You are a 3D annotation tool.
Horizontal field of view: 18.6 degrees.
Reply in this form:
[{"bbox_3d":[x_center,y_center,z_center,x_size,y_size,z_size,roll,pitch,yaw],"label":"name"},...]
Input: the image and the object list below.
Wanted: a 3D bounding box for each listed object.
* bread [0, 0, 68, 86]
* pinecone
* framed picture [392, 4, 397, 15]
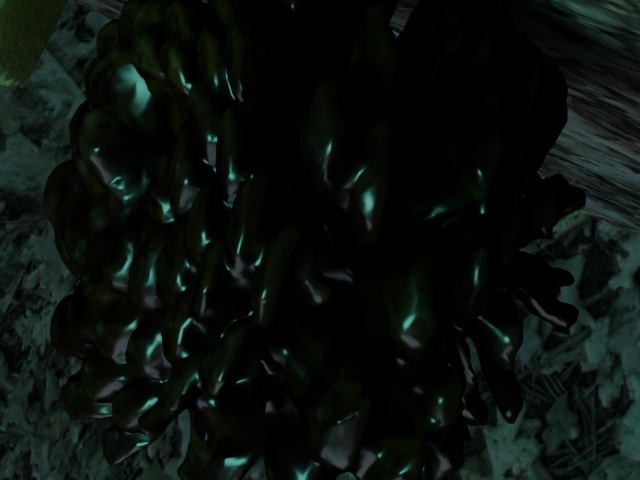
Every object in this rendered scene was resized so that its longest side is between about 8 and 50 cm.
[{"bbox_3d":[-0.186,-0.191,1.204,0.068,0.188,0.125,26,179,7],"label":"bread"},{"bbox_3d":[0.000,0.000,1.286,0.397,0.398,0.398,25,180,0],"label":"pinecone"},{"bbox_3d":[-0.122,-0.255,1.533,0.247,0.022,0.335,25,180,-38],"label":"framed picture"}]
